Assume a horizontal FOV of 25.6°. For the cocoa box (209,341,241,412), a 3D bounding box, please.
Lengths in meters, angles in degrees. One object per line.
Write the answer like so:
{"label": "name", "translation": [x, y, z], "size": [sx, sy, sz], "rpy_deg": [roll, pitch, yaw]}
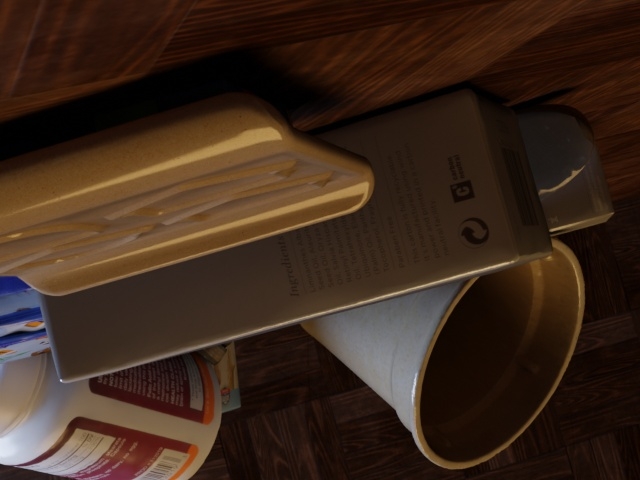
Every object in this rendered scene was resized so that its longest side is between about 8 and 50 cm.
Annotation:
{"label": "cocoa box", "translation": [-0.278, 0.180, 2.245], "size": [0.228, 0.231, 0.347], "rpy_deg": [-7, 176, 9]}

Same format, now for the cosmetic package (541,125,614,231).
{"label": "cosmetic package", "translation": [0.333, -0.076, 1.920], "size": [0.107, 0.127, 0.238], "rpy_deg": [-15, 178, 5]}

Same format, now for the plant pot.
{"label": "plant pot", "translation": [0.136, 0.093, 1.930], "size": [0.334, 0.334, 0.305], "rpy_deg": [-11, -150, -43]}

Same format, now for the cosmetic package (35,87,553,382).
{"label": "cosmetic package", "translation": [-0.026, 0.000, 1.363], "size": [0.453, 0.161, 0.230], "rpy_deg": [-16, 176, 16]}

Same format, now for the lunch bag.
{"label": "lunch bag", "translation": [-0.390, 0.082, 1.527], "size": [0.303, 0.115, 0.243], "rpy_deg": [-15, 174, -16]}

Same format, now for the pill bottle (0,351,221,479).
{"label": "pill bottle", "translation": [-0.333, 0.198, 1.856], "size": [0.224, 0.224, 0.392], "rpy_deg": [-17, 154, 31]}

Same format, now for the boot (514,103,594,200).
{"label": "boot", "translation": [0.187, -0.094, 1.552], "size": [0.305, 0.112, 0.115], "rpy_deg": [-25, -161, 49]}

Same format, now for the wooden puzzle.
{"label": "wooden puzzle", "translation": [-0.145, -0.040, 1.039], "size": [0.322, 0.080, 0.348], "rpy_deg": [-16, 171, 11]}

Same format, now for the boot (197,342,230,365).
{"label": "boot", "translation": [-0.100, 0.061, 1.952], "size": [0.229, 0.091, 0.263], "rpy_deg": [-50, -170, -4]}
